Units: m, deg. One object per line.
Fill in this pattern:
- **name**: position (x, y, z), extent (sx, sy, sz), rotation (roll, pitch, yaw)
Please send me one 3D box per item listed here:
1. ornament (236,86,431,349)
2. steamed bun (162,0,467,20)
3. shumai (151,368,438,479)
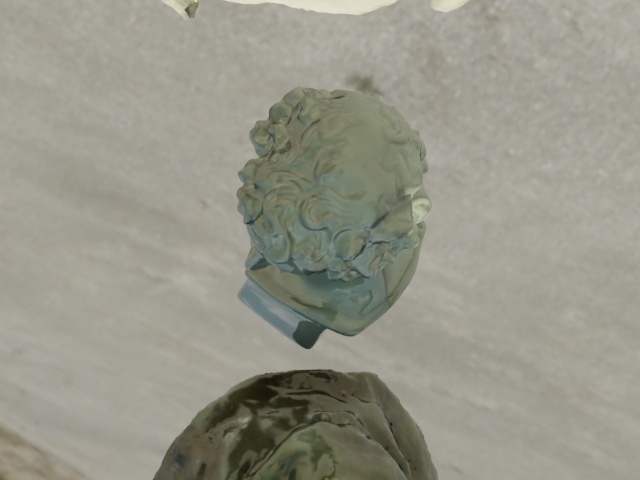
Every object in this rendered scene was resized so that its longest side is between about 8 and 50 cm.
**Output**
- **ornament**: position (0.011, -0.008, 0.908), extent (0.120, 0.130, 0.285), rotation (28, 166, 9)
- **steamed bun**: position (0.023, -0.244, 0.370), extent (0.346, 0.237, 0.394), rotation (43, 158, 8)
- **shumai**: position (0.028, 0.260, 0.972), extent (0.263, 0.304, 0.309), rotation (16, 125, 58)
